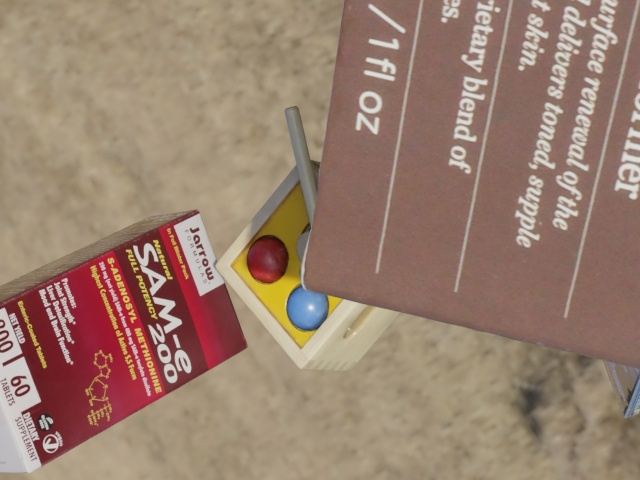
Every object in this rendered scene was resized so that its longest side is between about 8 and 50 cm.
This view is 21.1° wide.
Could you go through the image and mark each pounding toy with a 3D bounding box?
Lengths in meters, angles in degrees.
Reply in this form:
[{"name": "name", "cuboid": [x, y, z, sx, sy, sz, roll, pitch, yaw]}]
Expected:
[{"name": "pounding toy", "cuboid": [0.000, 0.000, 1.255, 0.141, 0.100, 0.130, -51, 63, 18]}]

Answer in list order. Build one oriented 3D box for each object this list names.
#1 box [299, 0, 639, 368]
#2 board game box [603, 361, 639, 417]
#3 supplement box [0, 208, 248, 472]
[{"name": "box", "cuboid": [0.197, -0.046, 0.589, 0.381, 0.143, 0.191, 12, 119, 8]}, {"name": "board game box", "cuboid": [0.178, -0.008, 0.938, 0.194, 0.060, 0.194, 103, 149, -81]}, {"name": "supplement box", "cuboid": [-0.180, 0.077, 1.369, 0.073, 0.239, 0.130, -8, 106, 47]}]
